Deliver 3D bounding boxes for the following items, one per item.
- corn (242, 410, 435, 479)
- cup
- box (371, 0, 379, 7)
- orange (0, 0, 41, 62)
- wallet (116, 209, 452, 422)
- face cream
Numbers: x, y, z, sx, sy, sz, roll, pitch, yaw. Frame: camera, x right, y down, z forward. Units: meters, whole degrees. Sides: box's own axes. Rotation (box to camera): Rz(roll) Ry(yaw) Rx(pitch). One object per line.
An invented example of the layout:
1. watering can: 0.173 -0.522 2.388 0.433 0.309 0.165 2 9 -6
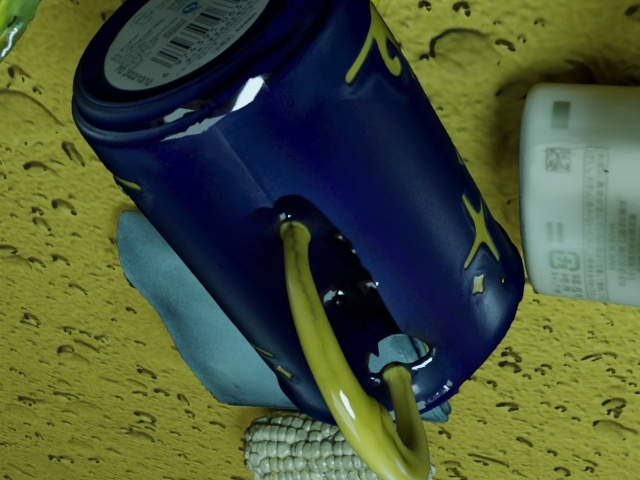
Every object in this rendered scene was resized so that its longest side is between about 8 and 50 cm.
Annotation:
1. corn: 0.014 0.217 1.036 0.211 0.087 0.087 -8 134 31
2. cup: 0.013 -0.017 0.546 0.255 0.178 0.256 36 166 49
3. box: -0.052 -0.127 0.655 0.152 0.043 0.269 22 145 -2
4. orange: -0.301 -0.217 0.553 0.334 0.196 0.262 2 154 33
5. wallet: -0.027 0.083 0.905 0.251 0.054 0.290 4 141 27
6. face cream: 0.295 -0.011 0.581 0.348 0.081 0.173 6 138 22
